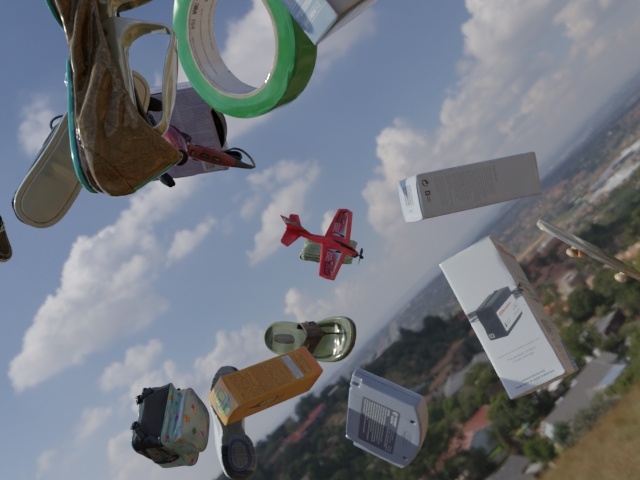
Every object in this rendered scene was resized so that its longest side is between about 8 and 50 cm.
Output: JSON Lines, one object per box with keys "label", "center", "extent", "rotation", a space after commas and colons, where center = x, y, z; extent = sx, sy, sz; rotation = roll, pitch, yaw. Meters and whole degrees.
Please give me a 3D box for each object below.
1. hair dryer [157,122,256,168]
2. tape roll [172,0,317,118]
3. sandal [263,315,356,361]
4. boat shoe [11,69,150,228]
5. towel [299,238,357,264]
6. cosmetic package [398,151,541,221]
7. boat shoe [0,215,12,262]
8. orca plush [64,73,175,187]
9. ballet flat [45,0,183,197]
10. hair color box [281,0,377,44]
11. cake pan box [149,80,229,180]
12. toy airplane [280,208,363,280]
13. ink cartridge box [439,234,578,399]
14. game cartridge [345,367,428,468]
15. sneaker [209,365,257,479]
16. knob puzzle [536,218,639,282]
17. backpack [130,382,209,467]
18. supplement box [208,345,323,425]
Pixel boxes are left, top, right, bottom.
{"label": "hair dryer", "center": [-0.276, -0.210, 1.500], "extent": [0.293, 0.224, 0.080], "rotation": [-43, -34, -70]}
{"label": "tape roll", "center": [-0.155, -0.408, 1.341], "extent": [0.077, 0.321, 0.321], "rotation": [-32, -15, -48]}
{"label": "sandal", "center": [-0.038, 0.266, 1.791], "extent": [0.303, 0.120, 0.086], "rotation": [-9, -14, 32]}
{"label": "boat shoe", "center": [-0.330, -0.128, 0.926], "extent": [0.079, 0.095, 0.254], "rotation": [18, 76, 57]}
{"label": "towel", "center": [0.023, 0.025, 1.832], "extent": [0.110, 0.148, 0.027], "rotation": [-73, -14, -57]}
{"label": "cosmetic package", "center": [0.269, -0.097, 1.229], "extent": [0.231, 0.085, 0.117], "rotation": [-11, 1, -9]}
{"label": "boat shoe", "center": [-0.781, -0.032, 1.570], "extent": [0.077, 0.070, 0.219], "rotation": [-71, -31, -44]}
{"label": "orca plush", "center": [-0.319, -0.206, 1.186], "extent": [0.102, 0.287, 0.151], "rotation": [-13, 42, 14]}
{"label": "ballet flat", "center": [-0.213, -0.215, 0.688], "extent": [0.124, 0.342, 0.116], "rotation": [-16, -9, 1]}
{"label": "hair color box", "center": [-0.040, -0.516, 1.033], "extent": [0.185, 0.374, 0.113], "rotation": [-40, 6, -19]}
{"label": "cake pan box", "center": [-0.383, -0.287, 1.774], "extent": [0.267, 0.245, 0.070], "rotation": [-8, 35, 10]}
{"label": "toy airplane", "center": [0.000, 0.000, 1.064], "extent": [0.151, 0.151, 0.028], "rotation": [-37, -12, -40]}
{"label": "ink cartridge box", "center": [0.399, 0.162, 1.415], "extent": [0.129, 0.307, 0.223], "rotation": [-32, -21, 19]}
{"label": "game cartridge", "center": [0.162, 0.443, 1.650], "extent": [0.297, 0.198, 0.062], "rotation": [92, -157, -45]}
{"label": "sneaker", "center": [-0.241, 0.473, 1.737], "extent": [0.111, 0.297, 0.129], "rotation": [3, -27, -21]}
{"label": "knob puzzle", "center": [0.429, 0.018, 1.105], "extent": [0.030, 0.213, 0.213], "rotation": [-62, -13, 13]}
{"label": "backpack", "center": [-0.335, 0.433, 1.548], "extent": [0.144, 0.166, 0.188], "rotation": [-8, -41, 5]}
{"label": "supplement box", "center": [-0.107, 0.289, 1.357], "extent": [0.233, 0.080, 0.078], "rotation": [-13, -36, -48]}
